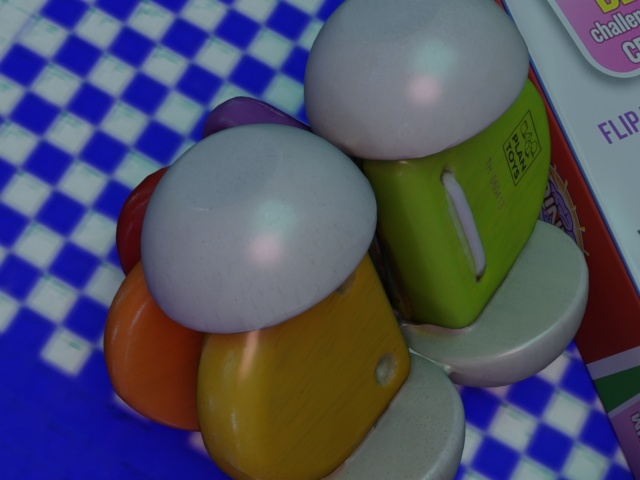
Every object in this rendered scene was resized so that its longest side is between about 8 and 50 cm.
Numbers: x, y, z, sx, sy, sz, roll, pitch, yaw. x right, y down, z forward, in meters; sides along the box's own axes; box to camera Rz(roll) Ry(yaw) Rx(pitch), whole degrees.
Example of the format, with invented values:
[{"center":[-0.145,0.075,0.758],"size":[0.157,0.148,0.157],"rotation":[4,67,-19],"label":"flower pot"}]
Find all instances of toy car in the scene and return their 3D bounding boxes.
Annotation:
[{"center":[0.000,0.000,0.590],"size":[0.136,0.159,0.182],"rotation":[20,56,41],"label":"toy car"}]

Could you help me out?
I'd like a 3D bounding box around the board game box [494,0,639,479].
[{"center":[0.210,-0.009,0.663],"size":[0.242,0.064,0.316],"rotation":[-14,68,-17],"label":"board game box"}]
